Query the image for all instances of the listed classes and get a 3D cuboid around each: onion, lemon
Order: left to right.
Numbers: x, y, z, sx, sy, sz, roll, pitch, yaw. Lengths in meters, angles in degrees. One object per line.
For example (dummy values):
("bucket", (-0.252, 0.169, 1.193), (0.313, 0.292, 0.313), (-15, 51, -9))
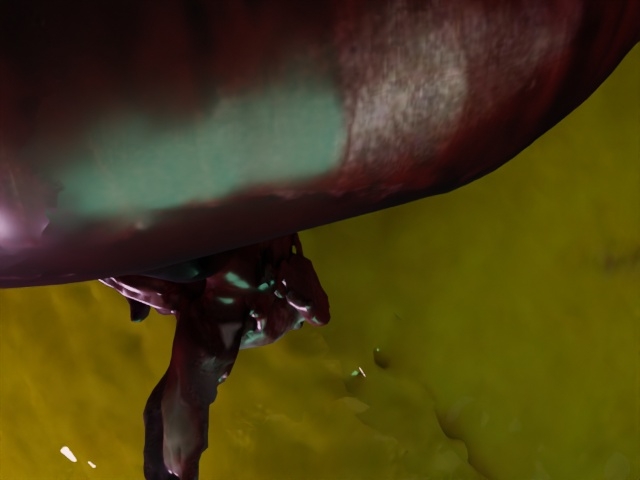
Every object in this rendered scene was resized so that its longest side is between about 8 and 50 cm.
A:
("onion", (-0.039, -0.065, 0.481), (0.273, 0.285, 0.273), (-9, -159, 3))
("lemon", (0.000, 0.000, 0.748), (0.387, 0.350, 0.349), (-14, 176, 43))
